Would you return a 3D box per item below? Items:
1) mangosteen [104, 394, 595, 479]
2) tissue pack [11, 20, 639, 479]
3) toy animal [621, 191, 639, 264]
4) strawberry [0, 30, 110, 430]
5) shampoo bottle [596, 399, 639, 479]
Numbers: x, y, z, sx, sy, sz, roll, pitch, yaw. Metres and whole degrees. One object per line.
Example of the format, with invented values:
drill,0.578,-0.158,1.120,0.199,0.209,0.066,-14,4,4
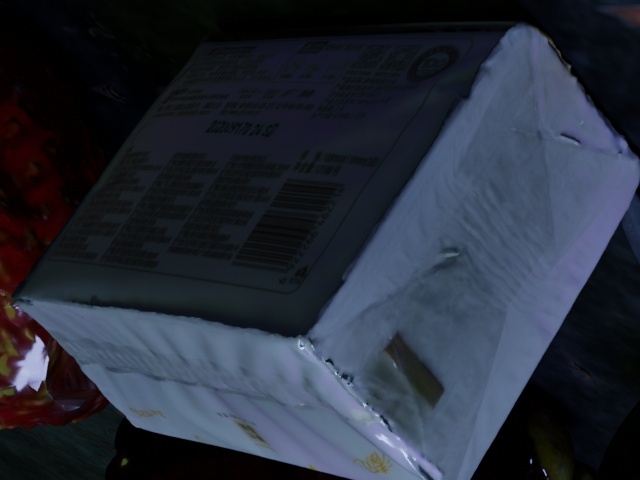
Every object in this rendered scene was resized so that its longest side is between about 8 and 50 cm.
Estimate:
mangosteen,0.007,0.180,1.025,0.293,0.297,0.297,40,158,-12
tissue pack,0.000,0.000,0.773,0.225,0.185,0.124,5,142,50
toy animal,0.275,0.127,0.736,0.367,0.081,0.206,28,141,33
strawberry,-0.223,-0.006,0.997,0.288,0.250,0.238,44,131,37
shampoo bottle,0.280,0.177,0.875,0.284,0.101,0.101,36,159,-6
